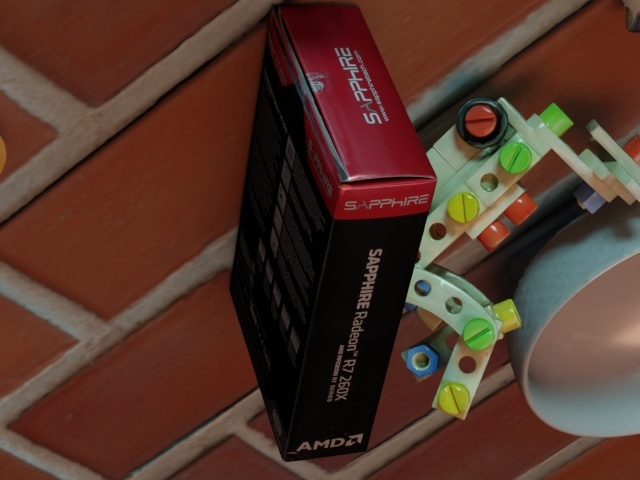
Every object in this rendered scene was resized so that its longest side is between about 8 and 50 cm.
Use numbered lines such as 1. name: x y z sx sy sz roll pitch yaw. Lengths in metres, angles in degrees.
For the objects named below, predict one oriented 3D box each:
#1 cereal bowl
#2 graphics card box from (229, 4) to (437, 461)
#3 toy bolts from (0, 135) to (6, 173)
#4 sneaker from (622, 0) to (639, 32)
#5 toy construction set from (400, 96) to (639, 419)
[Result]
1. cereal bowl: 0.350 0.057 1.741 0.339 0.141 0.339 -12 138 -11
2. graphics card box: 0.000 0.000 1.467 0.094 0.232 0.371 -5 136 -18
3. toy bolts: -0.366 -0.051 1.316 0.218 0.158 0.228 -13 139 -9
4. sneaker: 0.275 -0.246 1.458 0.058 0.052 0.135 -8 131 0
5. toy construction set: 0.173 -0.010 1.539 0.328 0.215 0.151 -43 174 -3
